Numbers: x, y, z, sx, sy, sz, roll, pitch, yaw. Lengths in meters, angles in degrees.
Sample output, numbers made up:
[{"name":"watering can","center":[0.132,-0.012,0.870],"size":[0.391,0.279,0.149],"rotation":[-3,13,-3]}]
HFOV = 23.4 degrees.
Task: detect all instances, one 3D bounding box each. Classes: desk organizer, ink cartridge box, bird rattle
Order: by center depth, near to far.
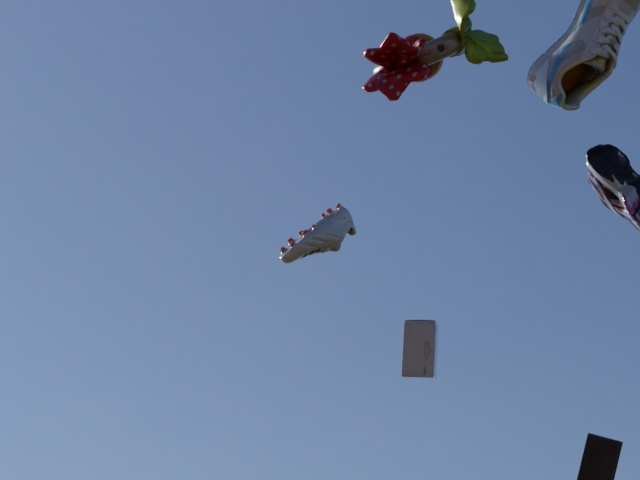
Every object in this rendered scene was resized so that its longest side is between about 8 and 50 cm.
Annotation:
[{"name":"desk organizer","center":[0.357,0.319,2.018],"size":[0.047,0.130,0.050],"rotation":[14,-2,9]},{"name":"ink cartridge box","center":[0.155,0.169,2.390],"size":[0.052,0.088,0.122],"rotation":[2,-6,5]},{"name":"bird rattle","center":[0.168,-0.290,2.494],"size":[0.253,0.143,0.207],"rotation":[-34,5,-19]}]

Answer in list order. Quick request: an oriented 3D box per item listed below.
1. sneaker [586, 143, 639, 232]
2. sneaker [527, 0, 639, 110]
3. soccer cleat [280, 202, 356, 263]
[{"name":"sneaker","center":[0.452,-0.059,2.247],"size":[0.072,0.178,0.077],"rotation":[-26,-28,-14]},{"name":"sneaker","center":[0.396,-0.284,2.199],"size":[0.087,0.092,0.228],"rotation":[27,-76,-34]},{"name":"soccer cleat","center":[0.000,0.000,3.003],"size":[0.196,0.076,0.068],"rotation":[-38,8,-39]}]
